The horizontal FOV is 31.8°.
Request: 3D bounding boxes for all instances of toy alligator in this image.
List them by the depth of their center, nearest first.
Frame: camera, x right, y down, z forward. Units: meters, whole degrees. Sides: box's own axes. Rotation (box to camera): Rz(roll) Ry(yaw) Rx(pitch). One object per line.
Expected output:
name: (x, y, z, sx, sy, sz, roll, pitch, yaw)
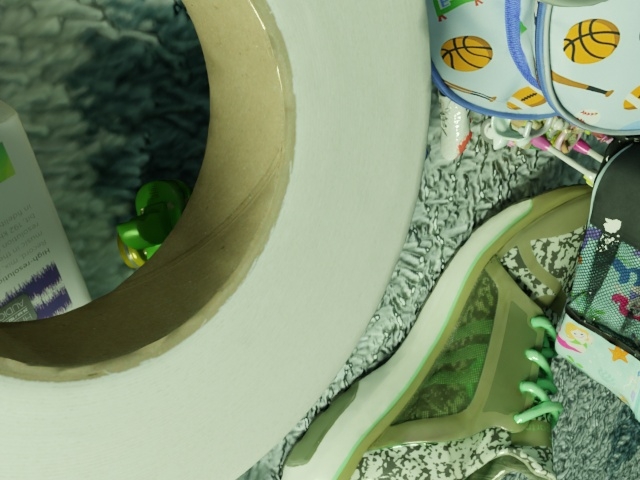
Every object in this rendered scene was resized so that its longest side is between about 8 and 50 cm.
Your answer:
toy alligator: (-0.072, -0.001, 0.708, 0.189, 0.056, 0.051, 31, 52, -62)

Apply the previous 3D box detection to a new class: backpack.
backpack: (0.167, -0.183, 0.656, 0.263, 0.213, 0.277, -8, 129, 0)
backpack: (0.290, 0.020, 0.837, 0.225, 0.191, 0.253, -36, 154, -26)

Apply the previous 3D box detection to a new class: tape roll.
tape roll: (-0.113, -0.045, 0.496, 0.392, 0.072, 0.392, -14, 113, -36)

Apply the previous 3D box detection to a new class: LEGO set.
LEGO set: (0.247, -0.111, 0.916, 0.287, 0.107, 0.132, -26, 143, -38)

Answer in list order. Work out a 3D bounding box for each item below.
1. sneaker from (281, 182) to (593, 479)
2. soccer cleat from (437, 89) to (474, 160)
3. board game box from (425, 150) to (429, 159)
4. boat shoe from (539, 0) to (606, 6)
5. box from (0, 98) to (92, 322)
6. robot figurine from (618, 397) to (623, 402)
sneaker: (0.157, 0.136, 0.975, 0.410, 0.182, 0.158, -50, 146, -4)
soccer cleat: (0.100, -0.099, 0.837, 0.035, 0.029, 0.083, -5, 121, -38)
board game box: (0.000, 0.000, 0.729, 0.211, 0.039, 0.160, -62, 159, -10)
boat shoe: (0.029, -0.235, 0.469, 0.118, 0.103, 0.320, -40, 102, -2)
box: (-0.225, 0.096, 0.606, 0.232, 0.058, 0.322, -36, 141, -23)
robot figurine: (0.442, 0.081, 1.268, 0.278, 0.173, 0.209, -32, 143, -26)
